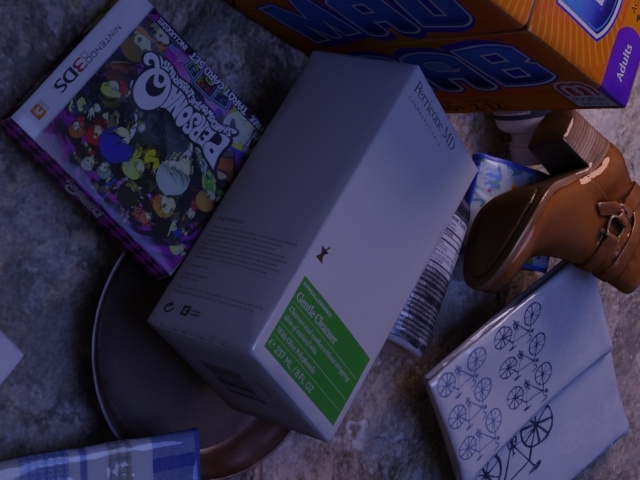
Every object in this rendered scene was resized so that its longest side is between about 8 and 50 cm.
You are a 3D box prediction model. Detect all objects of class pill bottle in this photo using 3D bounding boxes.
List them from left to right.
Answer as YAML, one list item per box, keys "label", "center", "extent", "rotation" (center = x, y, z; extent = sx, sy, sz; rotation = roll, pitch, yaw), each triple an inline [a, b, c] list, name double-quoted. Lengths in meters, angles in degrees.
- label: "pill bottle"
  center: [0.099, 0.006, 1.737]
  extent: [0.130, 0.130, 0.245]
  rotation: [30, 73, -37]
- label: "pill bottle"
  center: [0.272, -0.193, 1.883]
  extent: [0.108, 0.108, 0.180]
  rotation: [-22, 107, -37]

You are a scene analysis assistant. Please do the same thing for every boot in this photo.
- label: "boot"
  center: [0.308, 0.001, 1.813]
  extent: [0.220, 0.109, 0.283]
  rotation: [45, 57, -25]

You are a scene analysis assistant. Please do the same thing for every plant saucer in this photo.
- label: "plant saucer"
  center: [-0.128, 0.109, 1.607]
  extent: [0.311, 0.050, 0.310]
  rotation: [-4, 96, -40]

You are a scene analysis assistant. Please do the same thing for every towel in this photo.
- label: "towel"
  center: [-0.250, 0.311, 1.497]
  extent: [0.285, 0.034, 0.209]
  rotation: [-7, 100, -30]

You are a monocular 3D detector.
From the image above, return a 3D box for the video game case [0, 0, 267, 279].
- label: "video game case"
  center: [-0.183, -0.113, 1.517]
  extent: [0.232, 0.042, 0.210]
  rotation: [47, 60, -18]

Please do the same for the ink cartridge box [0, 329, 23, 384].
- label: "ink cartridge box"
  center: [-0.418, 0.132, 1.366]
  extent: [0.189, 0.066, 0.232]
  rotation: [51, 58, -30]

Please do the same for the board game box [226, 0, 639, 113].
- label: "board game box"
  center: [0.147, -0.375, 1.604]
  extent: [0.356, 0.357, 0.356]
  rotation: [29, 74, -37]

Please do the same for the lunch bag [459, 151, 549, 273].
- label: "lunch bag"
  center: [0.230, -0.034, 1.865]
  extent: [0.151, 0.096, 0.128]
  rotation: [16, 82, -49]

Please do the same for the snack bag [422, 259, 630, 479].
- label: "snack bag"
  center: [0.282, 0.221, 1.914]
  extent: [0.323, 0.037, 0.342]
  rotation: [-36, 126, -28]

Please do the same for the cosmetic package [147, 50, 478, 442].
- label: "cosmetic package"
  center: [0.000, 0.000, 1.558]
  extent: [0.365, 0.155, 0.197]
  rotation: [-60, 139, -20]
